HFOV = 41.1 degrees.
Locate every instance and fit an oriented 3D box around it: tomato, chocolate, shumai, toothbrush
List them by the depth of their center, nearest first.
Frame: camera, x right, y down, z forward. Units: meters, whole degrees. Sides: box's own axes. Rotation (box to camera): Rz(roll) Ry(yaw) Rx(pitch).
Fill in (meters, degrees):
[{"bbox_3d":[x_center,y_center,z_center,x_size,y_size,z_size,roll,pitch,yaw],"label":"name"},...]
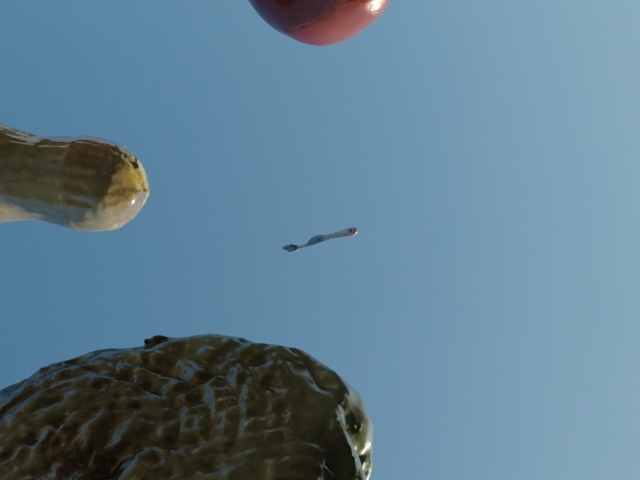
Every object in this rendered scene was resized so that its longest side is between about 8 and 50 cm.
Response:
[{"bbox_3d":[-0.113,0.241,0.591,0.309,0.263,0.304,5,-143,19],"label":"shumai"},{"bbox_3d":[-0.373,-0.083,1.088,0.309,0.134,0.134,3,-128,-1],"label":"chocolate"},{"bbox_3d":[-0.015,-0.386,1.143,0.180,0.260,0.260,-12,-122,-46],"label":"tomato"},{"bbox_3d":[0.000,0.000,1.163,0.017,0.162,0.014,16,-109,-35],"label":"toothbrush"}]
